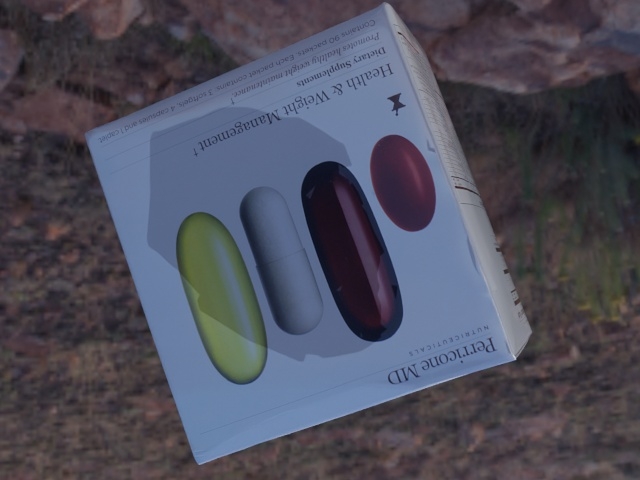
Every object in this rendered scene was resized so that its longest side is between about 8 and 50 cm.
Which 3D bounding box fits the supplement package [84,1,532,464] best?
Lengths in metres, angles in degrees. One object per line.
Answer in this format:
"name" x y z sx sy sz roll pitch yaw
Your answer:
"supplement package" 0.000 0.000 0.612 0.194 0.203 0.149 -22 174 14
